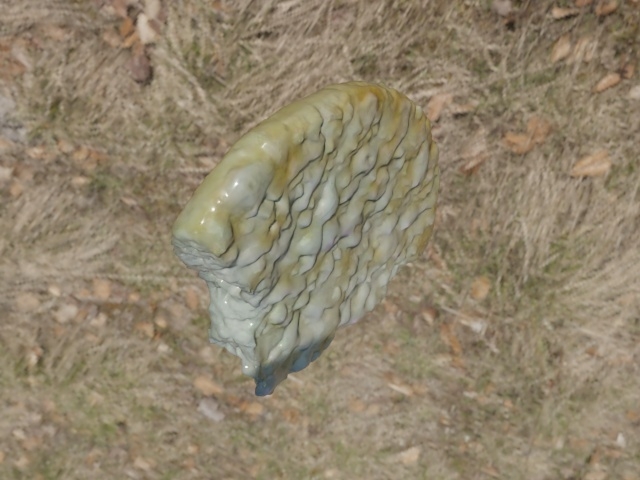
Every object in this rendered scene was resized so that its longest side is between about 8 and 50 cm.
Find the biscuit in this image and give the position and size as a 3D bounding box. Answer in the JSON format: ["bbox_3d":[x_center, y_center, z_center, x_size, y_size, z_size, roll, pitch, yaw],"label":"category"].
[{"bbox_3d":[0.000,0.000,0.513,0.040,0.188,0.265,32,-171,25],"label":"biscuit"}]
